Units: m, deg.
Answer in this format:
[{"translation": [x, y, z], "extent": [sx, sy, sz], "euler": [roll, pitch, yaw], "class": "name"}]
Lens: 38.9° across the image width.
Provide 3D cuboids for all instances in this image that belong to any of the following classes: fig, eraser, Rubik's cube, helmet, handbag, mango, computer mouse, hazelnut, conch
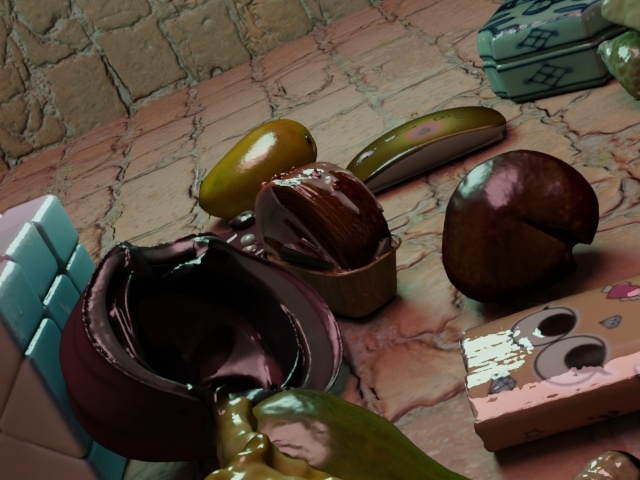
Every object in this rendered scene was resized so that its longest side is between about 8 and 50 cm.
[{"translation": [0.020, 0.235, 0.847], "extent": [0.234, 0.167, 0.167], "euler": [32, 52, 20], "class": "fig"}, {"translation": [0.290, 0.108, 0.900], "extent": [0.291, 0.087, 0.171], "euler": [-19, 25, 13], "class": "eraser"}, {"translation": [-0.442, 0.177, 1.177], "extent": [0.319, 0.321, 0.316], "euler": [-20, 22, 8], "class": "Rubik's cube"}, {"translation": [-0.155, 0.145, 1.079], "extent": [0.338, 0.271, 0.197], "euler": [1, -42, -48], "class": "helmet"}, {"translation": [-0.083, -0.009, 1.529], "extent": [0.203, 0.073, 0.216], "euler": [-35, 25, -23], "class": "handbag"}, {"translation": [-0.116, -0.134, 1.749], "extent": [0.254, 0.139, 0.175], "euler": [-42, 16, -19], "class": "mango"}, {"translation": [0.178, -0.171, 1.623], "extent": [0.311, 0.071, 0.158], "euler": [-23, 21, 6], "class": "computer mouse"}, {"translation": [0.239, -0.014, 1.126], "extent": [0.204, 0.178, 0.178], "euler": [-56, 25, 4], "class": "hazelnut"}, {"translation": [0.523, -0.286, 1.469], "extent": [0.106, 0.116, 0.173], "euler": [-28, 22, 0], "class": "conch"}]

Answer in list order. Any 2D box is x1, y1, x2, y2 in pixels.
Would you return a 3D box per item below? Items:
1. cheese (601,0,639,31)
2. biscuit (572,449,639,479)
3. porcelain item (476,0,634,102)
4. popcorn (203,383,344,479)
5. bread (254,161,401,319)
[{"translation": [0.604, -0.369, 1.415], "extent": [0.327, 0.115, 0.318], "euler": [5, 27, -3], "class": "cheese"}, {"translation": [0.189, 0.248, 0.737], "extent": [0.219, 0.061, 0.055], "euler": [-37, 44, -23], "class": "biscuit"}, {"translation": [0.460, -0.399, 1.723], "extent": [0.282, 0.157, 0.286], "euler": [-8, 28, 36], "class": "porcelain item"}, {"translation": [-0.024, 0.285, 0.646], "extent": [0.237, 0.292, 0.293], "euler": [21, 33, 1], "class": "popcorn"}, {"translation": [0.000, 0.000, 1.259], "extent": [0.142, 0.211, 0.224], "euler": [-34, 26, -31], "class": "bread"}]
